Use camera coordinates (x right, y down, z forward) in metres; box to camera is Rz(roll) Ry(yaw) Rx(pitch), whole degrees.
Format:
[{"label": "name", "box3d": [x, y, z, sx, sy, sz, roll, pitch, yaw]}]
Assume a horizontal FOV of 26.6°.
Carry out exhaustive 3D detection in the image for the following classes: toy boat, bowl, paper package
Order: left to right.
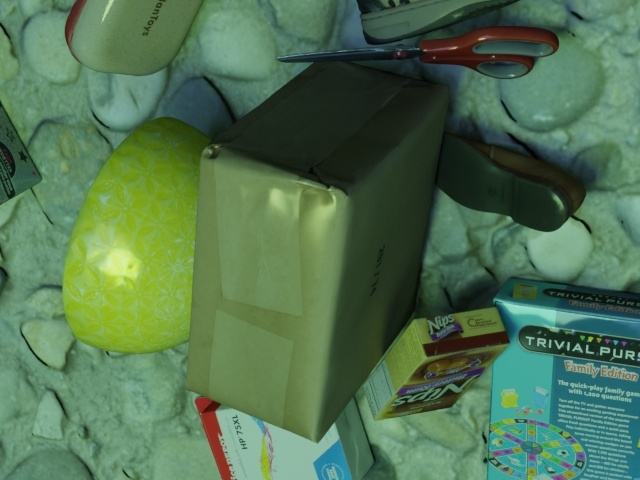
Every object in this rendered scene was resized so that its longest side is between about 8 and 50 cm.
[{"label": "toy boat", "box3d": [-0.224, -0.317, 1.597, 0.151, 0.151, 0.231, 50, 123, 33]}, {"label": "bowl", "box3d": [-0.153, 0.015, 1.578, 0.156, 0.289, 0.290, 20, 114, 18]}, {"label": "paper package", "box3d": [0.000, 0.000, 1.483, 0.168, 0.309, 0.325, 19, 124, 19]}]

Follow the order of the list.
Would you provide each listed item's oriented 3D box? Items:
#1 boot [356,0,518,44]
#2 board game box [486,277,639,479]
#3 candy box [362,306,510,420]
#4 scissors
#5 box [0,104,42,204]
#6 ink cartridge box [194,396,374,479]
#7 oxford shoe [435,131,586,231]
[{"label": "boot", "box3d": [0.162, -0.387, 1.402, 0.377, 0.138, 0.284, -16, 102, 35]}, {"label": "board game box", "box3d": [0.326, 0.226, 1.578, 0.253, 0.079, 0.336, 7, 110, 19]}, {"label": "candy box", "box3d": [0.131, 0.145, 1.569, 0.187, 0.109, 0.053, 120, 137, -57]}, {"label": "scissors", "box3d": [0.105, -0.209, 1.454, 0.297, 0.109, 0.021, 3, 74, -9]}, {"label": "box", "box3d": [-0.506, -0.138, 1.755, 0.163, 0.142, 0.247, -24, 99, 26]}, {"label": "ink cartridge box", "box3d": [-0.063, 0.259, 1.748, 0.231, 0.078, 0.134, -12, 103, 26]}, {"label": "oxford shoe", "box3d": [0.202, -0.074, 1.535, 0.212, 0.076, 0.076, 28, 130, 29]}]
